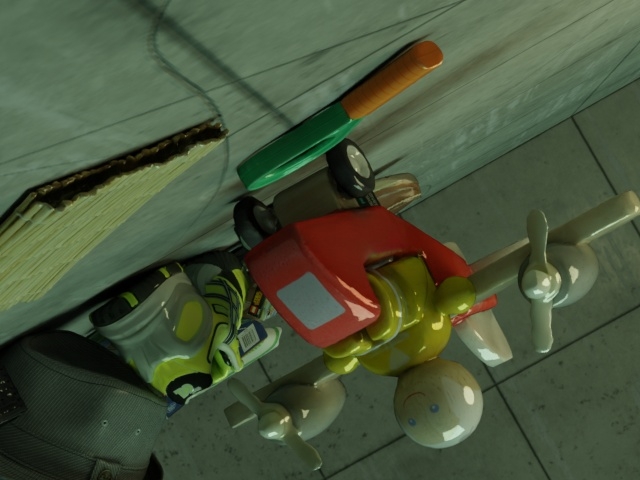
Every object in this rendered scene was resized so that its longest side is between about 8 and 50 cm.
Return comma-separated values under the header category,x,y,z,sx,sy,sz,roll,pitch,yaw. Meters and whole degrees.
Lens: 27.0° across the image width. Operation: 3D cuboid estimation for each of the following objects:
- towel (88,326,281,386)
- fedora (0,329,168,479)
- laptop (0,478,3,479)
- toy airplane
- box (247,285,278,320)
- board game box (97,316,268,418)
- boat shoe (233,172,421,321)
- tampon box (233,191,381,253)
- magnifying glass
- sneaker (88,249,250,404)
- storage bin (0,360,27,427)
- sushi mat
category,x,y,z,sx,sy,sz,roll,pitch,yaw
towel,-0.244,0.179,2.019,0.325,0.038,0.248,8,149,-45
fedora,-0.275,0.180,1.466,0.124,0.275,0.244,-62,-145,8
laptop,-0.491,0.407,1.927,0.236,0.382,0.408,13,154,-1
toy airplane,0.099,0.086,1.345,0.384,0.272,0.386,-9,151,-15
box,-0.052,0.033,1.748,0.094,0.027,0.137,-10,120,-79
board game box,-0.206,0.148,1.787,0.194,0.060,0.194,5,-147,45
boat shoe,0.004,0.015,1.860,0.324,0.116,0.123,-30,177,5
tampon box,0.000,0.000,1.539,0.161,0.120,0.101,-30,177,1
magnifying glass,0.014,-0.094,1.046,0.092,0.026,0.231,-27,175,-41
sneaker,-0.160,0.108,1.604,0.145,0.147,0.385,-32,179,14
storage bin,-0.375,0.170,1.232,0.180,0.084,0.122,-30,177,34
sushi mat,-0.191,0.009,0.903,0.151,0.019,0.316,-28,177,-40
